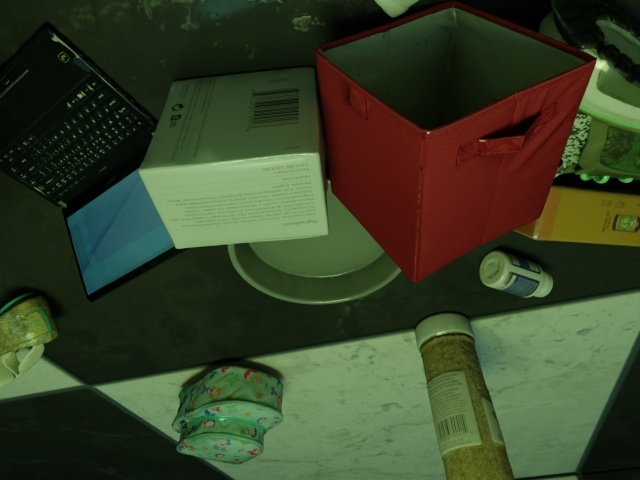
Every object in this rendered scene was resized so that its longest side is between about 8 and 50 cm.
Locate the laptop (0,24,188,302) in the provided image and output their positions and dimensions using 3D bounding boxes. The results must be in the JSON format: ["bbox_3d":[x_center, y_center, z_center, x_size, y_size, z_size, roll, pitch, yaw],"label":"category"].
[{"bbox_3d":[-0.318,-0.074,0.574,0.234,0.136,0.264,-26,132,23],"label":"laptop"}]

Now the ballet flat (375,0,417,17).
[{"bbox_3d":[-0.057,-0.300,0.364,0.400,0.139,0.139,17,134,-21],"label":"ballet flat"}]

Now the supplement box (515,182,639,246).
[{"bbox_3d":[0.396,-0.039,0.658,0.233,0.080,0.078,4,104,-12],"label":"supplement box"}]

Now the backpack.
[{"bbox_3d":[-0.214,0.414,1.079,0.225,0.191,0.253,30,123,-29],"label":"backpack"}]

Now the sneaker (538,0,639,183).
[{"bbox_3d":[0.373,-0.133,0.568,0.410,0.158,0.182,23,149,-20],"label":"sneaker"}]

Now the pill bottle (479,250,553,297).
[{"bbox_3d":[0.353,0.064,0.805,0.120,0.067,0.067,17,134,-20],"label":"pill bottle"}]

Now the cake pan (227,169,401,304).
[{"bbox_3d":[0.000,0.000,0.729,0.293,0.054,0.293,-2,137,-1],"label":"cake pan"}]

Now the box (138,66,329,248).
[{"bbox_3d":[-0.086,-0.099,0.524,0.182,0.181,0.119,-5,137,3],"label":"box"}]

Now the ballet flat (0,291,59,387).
[{"bbox_3d":[-0.628,0.226,0.883,0.348,0.123,0.123,-34,129,26],"label":"ballet flat"}]

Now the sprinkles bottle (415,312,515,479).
[{"bbox_3d":[0.270,0.317,0.862,0.121,0.355,0.121,-1,138,-1],"label":"sprinkles bottle"}]

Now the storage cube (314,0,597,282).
[{"bbox_3d":[0.123,-0.107,0.479,0.184,0.215,0.193,-26,140,-15],"label":"storage cube"}]
